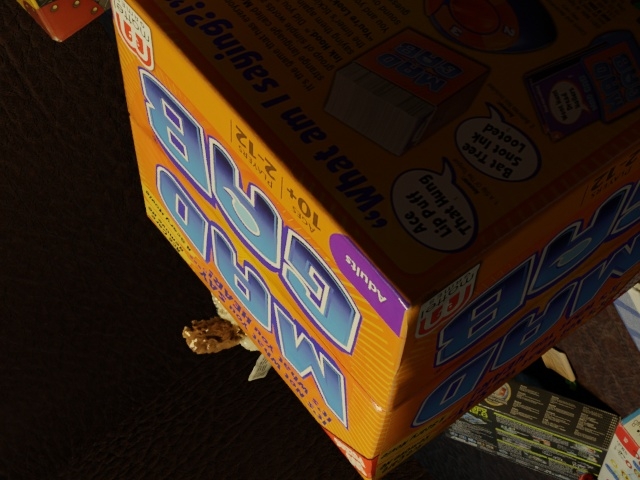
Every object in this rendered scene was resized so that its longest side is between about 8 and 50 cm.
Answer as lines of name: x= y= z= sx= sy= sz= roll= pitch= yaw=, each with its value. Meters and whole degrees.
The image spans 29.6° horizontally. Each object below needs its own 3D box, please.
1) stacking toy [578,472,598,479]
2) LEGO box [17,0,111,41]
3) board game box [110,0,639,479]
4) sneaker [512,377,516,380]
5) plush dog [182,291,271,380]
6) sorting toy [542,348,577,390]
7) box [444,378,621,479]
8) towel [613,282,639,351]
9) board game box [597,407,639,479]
stacking toy: x=0.519 y=0.470 z=1.812 sx=0.279 sy=0.130 sz=0.309 roll=-2 pitch=147 yaw=45
LEGO box: x=-0.222 y=-0.484 z=1.103 sx=0.193 sy=0.372 sz=0.500 roll=47 pitch=169 yaw=27
board game box: x=0.079 y=-0.082 z=1.041 sx=0.356 sy=0.356 sz=0.356 roll=48 pitch=159 yaw=22
sneaker: x=0.215 y=0.168 z=1.933 sx=0.295 sy=0.147 sz=0.104 roll=63 pitch=-169 yaw=-46
plush dog: x=-0.070 y=0.007 z=1.377 sx=0.262 sy=0.211 sz=0.225 roll=65 pitch=-176 yaw=-51
sorting toy: x=0.357 y=0.187 z=1.809 sx=0.062 sy=0.012 sz=0.083 roll=27 pitch=149 yaw=56
box: x=0.318 y=0.287 z=1.861 sx=0.270 sy=0.060 sz=0.216 roll=17 pitch=155 yaw=20
towel: x=0.420 y=0.130 z=1.301 sx=0.209 sy=0.034 sz=0.285 roll=56 pitch=171 yaw=-31
board game box: x=0.485 y=0.364 z=1.517 sx=0.302 sy=0.086 sz=0.308 roll=55 pitch=173 yaw=24
